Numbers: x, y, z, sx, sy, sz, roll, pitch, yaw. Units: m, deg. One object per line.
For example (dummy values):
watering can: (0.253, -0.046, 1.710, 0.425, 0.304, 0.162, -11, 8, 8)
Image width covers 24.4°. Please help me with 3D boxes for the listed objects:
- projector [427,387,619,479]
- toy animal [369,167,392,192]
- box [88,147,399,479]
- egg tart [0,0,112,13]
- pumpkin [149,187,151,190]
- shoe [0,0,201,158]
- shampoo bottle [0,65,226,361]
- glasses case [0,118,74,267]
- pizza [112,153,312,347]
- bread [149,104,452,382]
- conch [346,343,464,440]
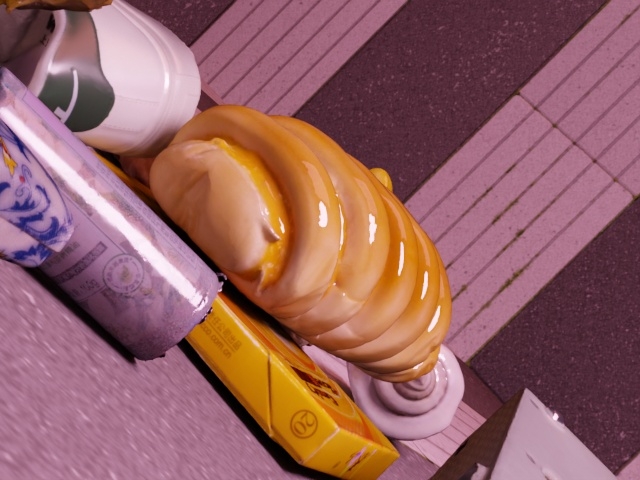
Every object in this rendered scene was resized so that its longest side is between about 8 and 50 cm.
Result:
projector: (0.146, 0.207, 0.866, 0.198, 0.108, 0.250, 45, 17, 4)
toy animal: (0.011, -0.012, 1.278, 0.082, 0.114, 0.091, 16, -18, -3)
box: (-0.064, 0.053, 0.999, 0.269, 0.043, 0.152, 47, 4, 23)
egg tart: (-0.219, -0.162, 0.656, 0.291, 0.107, 0.291, 21, -15, 6)
pumpkin: (-0.117, -0.005, 1.177, 0.083, 0.028, 0.050, 44, 9, -26)
shoe: (-0.252, -0.185, 1.044, 0.363, 0.132, 0.160, 42, 19, 25)
shampoo bottle: (-0.147, -0.027, 0.778, 0.214, 0.072, 0.072, 46, 3, -19)
glasses case: (-0.200, -0.065, 0.625, 0.248, 0.065, 0.087, 42, 0, -44)
pizza: (-0.089, -0.030, 1.376, 0.435, 0.080, 0.392, 42, 5, -24)
bread: (0.000, 0.000, 1.057, 0.173, 0.121, 0.311, 46, 4, 27)
conch: (0.072, 0.128, 1.343, 0.104, 0.094, 0.176, 3, 2, -3)
